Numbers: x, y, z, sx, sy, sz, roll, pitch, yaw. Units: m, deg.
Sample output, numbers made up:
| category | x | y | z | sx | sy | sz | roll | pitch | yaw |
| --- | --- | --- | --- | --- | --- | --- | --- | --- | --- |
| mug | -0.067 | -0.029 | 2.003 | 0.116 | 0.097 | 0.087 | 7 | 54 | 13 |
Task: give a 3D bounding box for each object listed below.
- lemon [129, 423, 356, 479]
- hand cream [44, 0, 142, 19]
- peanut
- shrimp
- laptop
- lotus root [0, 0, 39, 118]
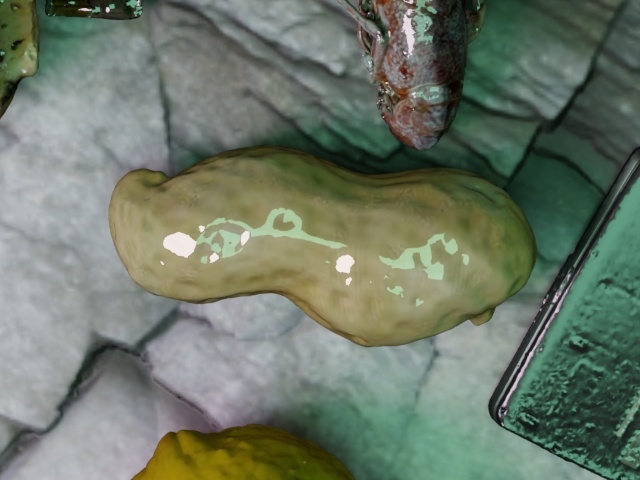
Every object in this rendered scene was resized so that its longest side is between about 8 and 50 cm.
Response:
| category | x | y | z | sx | sy | sz | roll | pitch | yaw |
| --- | --- | --- | --- | --- | --- | --- | --- | --- | --- |
| lemon | -0.045 | 0.220 | 1.034 | 0.192 | 0.192 | 0.231 | -23 | 95 | 7 |
| hand cream | -0.137 | -0.215 | 1.009 | 0.062 | 0.039 | 0.163 | 2 | 110 | -1 |
| peanut | 0.000 | 0.000 | 1.024 | 0.263 | 0.101 | 0.117 | 10 | 84 | -1 |
| shrimp | 0.053 | -0.147 | 1.004 | 0.075 | 0.073 | 0.190 | -29 | 118 | -36 |
| laptop | 0.218 | 0.060 | 1.072 | 0.154 | 0.026 | 0.207 | 27 | 104 | -6 |
| lotus root | -0.309 | -0.119 | 0.980 | 0.284 | 0.146 | 0.160 | -2 | 86 | 5 |
